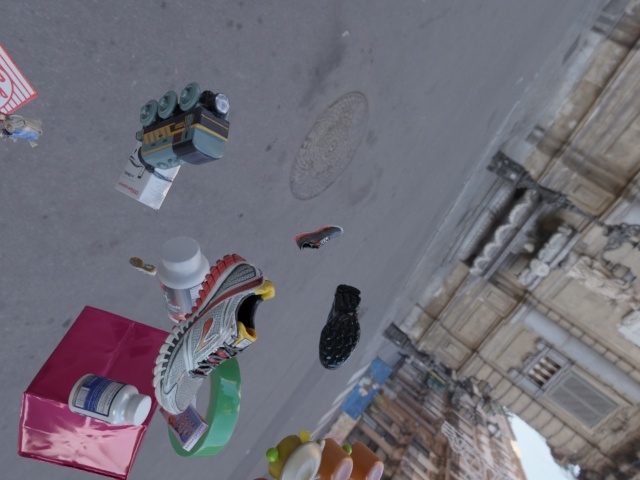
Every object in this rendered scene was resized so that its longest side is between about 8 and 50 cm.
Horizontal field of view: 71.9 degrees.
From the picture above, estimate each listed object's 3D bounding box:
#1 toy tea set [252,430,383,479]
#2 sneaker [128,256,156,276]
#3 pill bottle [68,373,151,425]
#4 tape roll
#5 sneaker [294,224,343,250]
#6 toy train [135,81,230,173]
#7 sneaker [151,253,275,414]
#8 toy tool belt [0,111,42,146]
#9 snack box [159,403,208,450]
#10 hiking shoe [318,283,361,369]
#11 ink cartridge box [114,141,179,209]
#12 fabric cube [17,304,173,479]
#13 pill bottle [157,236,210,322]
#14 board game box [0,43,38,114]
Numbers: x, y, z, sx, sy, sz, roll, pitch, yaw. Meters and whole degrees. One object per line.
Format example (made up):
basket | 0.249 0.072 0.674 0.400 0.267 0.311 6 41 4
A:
toy tea set | -0.026 0.422 0.772 0.336 0.124 0.200 36 76 -48
sneaker | -0.500 0.078 1.238 0.032 0.083 0.037 -59 172 -36
pill bottle | -0.357 0.275 0.755 0.067 0.120 0.067 12 90 -80
tape roll | -0.353 0.469 1.316 0.077 0.321 0.321 19 110 -38
sneaker | 0.000 0.000 1.397 0.157 0.065 0.061 -16 144 -3
toy train | -0.373 -0.287 1.171 0.142 0.333 0.191 23 68 -51
sneaker | -0.143 0.131 0.595 0.225 0.092 0.088 -61 159 -7
toy tool belt | -0.530 -0.192 0.769 0.083 0.052 0.051 -18 114 -73
snack box | -0.320 0.410 1.021 0.064 0.178 0.022 -49 122 -18
hiking shoe | 0.064 0.277 1.332 0.304 0.113 0.132 -66 170 -49
ink cartridge box | -0.537 -0.220 1.393 0.086 0.148 0.203 31 83 -56
fabric cube | -0.513 0.363 1.055 0.258 0.258 0.254 -88 -157 -57
pill bottle | -0.486 0.144 1.591 0.176 0.176 0.319 -37 148 -37
board game box | -0.645 -0.309 0.809 0.147 0.045 0.194 -47 160 -21
